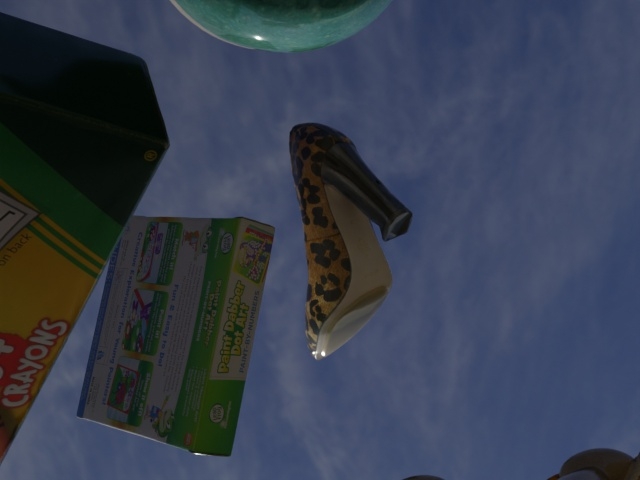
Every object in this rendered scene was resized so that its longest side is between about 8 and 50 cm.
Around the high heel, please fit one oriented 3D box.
[{"bbox_3d":[0.000,0.000,1.294,0.093,0.186,0.261,-15,-38,-39],"label":"high heel"}]

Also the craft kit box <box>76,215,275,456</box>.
[{"bbox_3d":[-0.167,0.096,1.259,0.061,0.246,0.250,16,-98,-38],"label":"craft kit box"}]

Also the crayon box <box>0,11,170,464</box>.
[{"bbox_3d":[-0.311,0.015,0.672,0.313,0.106,0.363,14,-56,-30],"label":"crayon box"}]

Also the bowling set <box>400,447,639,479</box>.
[{"bbox_3d":[0.154,0.211,0.604,0.154,0.287,0.200,-18,-84,-60],"label":"bowling set"}]

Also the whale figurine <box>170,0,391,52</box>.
[{"bbox_3d":[-0.012,-0.252,0.685,0.216,0.141,0.272,6,-82,-21],"label":"whale figurine"}]
